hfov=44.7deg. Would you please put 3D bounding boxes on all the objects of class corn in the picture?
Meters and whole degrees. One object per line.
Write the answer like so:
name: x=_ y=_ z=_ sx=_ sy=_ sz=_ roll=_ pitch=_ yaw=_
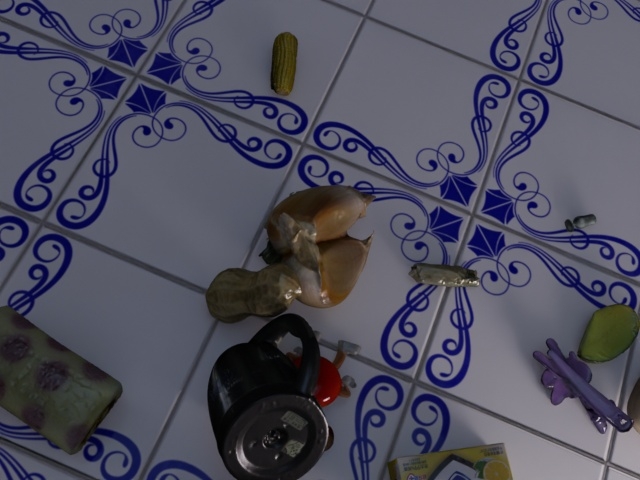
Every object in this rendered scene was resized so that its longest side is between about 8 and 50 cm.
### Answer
corn: x=-0.103 y=-0.498 z=2.197 sx=0.072 sy=0.072 sz=0.203 roll=5 pitch=66 yaw=-6

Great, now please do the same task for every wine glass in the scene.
wine glass: x=0.713 y=-0.048 z=2.128 sx=0.083 sy=0.042 sz=0.039 roll=-12 pitch=97 yaw=-16

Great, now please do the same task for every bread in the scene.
bread: x=-0.616 y=0.304 z=1.701 sx=0.338 sy=0.155 sz=0.187 roll=33 pitch=69 yaw=7

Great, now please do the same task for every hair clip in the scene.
hair clip: x=0.632 y=0.370 z=1.905 sx=0.137 sy=0.090 sz=0.278 roll=-41 pitch=69 yaw=-9

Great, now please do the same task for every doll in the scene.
doll: x=-0.002 y=0.316 z=1.833 sx=0.183 sy=0.085 sz=0.217 roll=19 pitch=47 yaw=0

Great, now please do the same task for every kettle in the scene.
kettle: x=-0.117 y=0.308 z=1.681 sx=0.228 sy=0.324 sz=0.321 roll=29 pitch=99 yaw=-28

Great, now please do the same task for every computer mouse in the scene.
computer mouse: x=0.837 y=0.399 z=1.913 sx=0.145 sy=0.082 sz=0.236 roll=38 pitch=54 yaw=8

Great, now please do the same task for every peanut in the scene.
peanut: x=-0.158 y=0.117 z=1.793 sx=0.136 sy=0.298 sz=0.120 roll=42 pitch=52 yaw=-34

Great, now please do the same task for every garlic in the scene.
garlic: x=0.000 y=0.000 z=1.890 sx=0.286 sy=0.249 sz=0.313 roll=46 pitch=31 yaw=6

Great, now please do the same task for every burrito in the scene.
burrito: x=0.317 y=0.088 z=2.002 sx=0.188 sy=0.045 sz=0.058 roll=5 pitch=58 yaw=-4

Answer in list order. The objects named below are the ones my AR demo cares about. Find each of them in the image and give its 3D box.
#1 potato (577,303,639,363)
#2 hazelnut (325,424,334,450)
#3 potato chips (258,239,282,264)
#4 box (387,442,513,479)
potato: x=0.728 y=0.244 z=1.990 sx=0.119 sy=0.054 sz=0.198 roll=39 pitch=70 yaw=9
hazelnut: x=-0.012 y=0.446 z=1.776 sx=0.086 sy=0.086 sz=0.086 roll=3 pitch=65 yaw=-7
potato chips: x=-0.069 y=-0.011 z=1.999 sx=0.092 sy=0.028 sz=0.207 roll=40 pitch=67 yaw=-1
box: x=0.298 y=0.557 z=1.755 sx=0.265 sy=0.097 sz=0.168 roll=-3 pitch=66 yaw=-10
